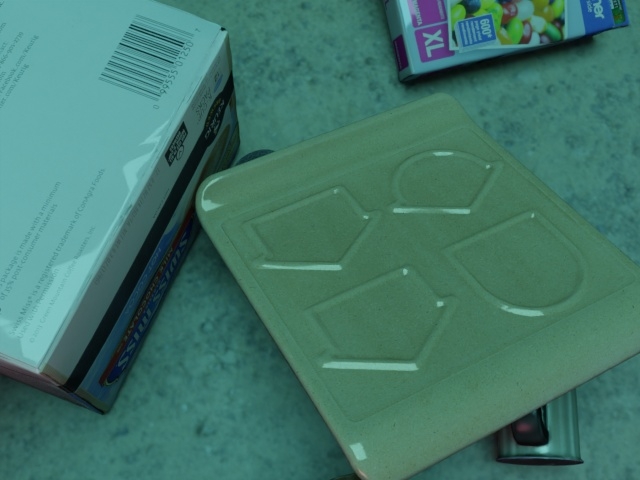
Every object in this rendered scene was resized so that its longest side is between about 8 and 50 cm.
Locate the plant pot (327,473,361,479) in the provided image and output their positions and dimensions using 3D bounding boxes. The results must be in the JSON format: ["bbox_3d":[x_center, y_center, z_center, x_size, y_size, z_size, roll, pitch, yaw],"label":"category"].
[{"bbox_3d":[0.023,0.282,0.669,0.167,0.165,0.167,4,60,-7],"label":"plant pot"}]

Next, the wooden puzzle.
[{"bbox_3d":[0.091,0.027,0.745,0.322,0.080,0.348,-23,54,-18],"label":"wooden puzzle"}]

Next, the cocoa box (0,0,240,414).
[{"bbox_3d":[-0.251,-0.045,0.755,0.231,0.228,0.347,21,70,7],"label":"cocoa box"}]

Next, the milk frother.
[{"bbox_3d":[0.179,0.153,0.788,0.143,0.129,0.135,-14,63,38],"label":"milk frother"}]

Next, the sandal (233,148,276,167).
[{"bbox_3d":[0.000,-0.001,0.854,0.097,0.054,0.254,-30,64,-20],"label":"sandal"}]

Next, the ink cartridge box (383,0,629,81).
[{"bbox_3d":[0.227,-0.317,0.939,0.311,0.065,0.186,-15,96,-10],"label":"ink cartridge box"}]
